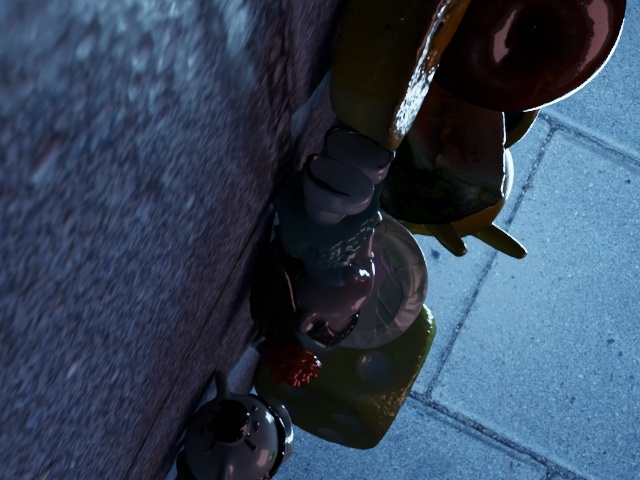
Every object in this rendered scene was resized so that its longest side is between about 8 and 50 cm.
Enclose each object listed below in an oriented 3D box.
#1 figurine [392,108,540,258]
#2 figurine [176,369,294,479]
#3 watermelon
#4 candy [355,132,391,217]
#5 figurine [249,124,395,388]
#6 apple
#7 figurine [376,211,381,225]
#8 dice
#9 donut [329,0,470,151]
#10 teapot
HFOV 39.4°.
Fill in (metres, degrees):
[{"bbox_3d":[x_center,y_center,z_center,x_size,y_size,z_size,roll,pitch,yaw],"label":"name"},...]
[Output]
[{"bbox_3d":[0.234,-0.182,1.435,0.401,0.268,0.387,-107,-152,-80],"label":"figurine"},{"bbox_3d":[-0.086,0.213,0.909,0.192,0.126,0.147,96,-15,-60],"label":"figurine"},{"bbox_3d":[0.101,-0.145,0.966,0.159,0.128,0.303,-19,-146,22],"label":"watermelon"},{"bbox_3d":[0.070,-0.078,1.198,0.073,0.092,0.160,-61,174,-13],"label":"candy"},{"bbox_3d":[-0.004,0.015,0.776,0.138,0.110,0.246,-58,169,-37],"label":"figurine"},{"bbox_3d":[0.192,-0.239,0.893,0.201,0.218,0.218,-107,-144,-57],"label":"apple"},{"bbox_3d":[-0.001,0.000,0.949,0.154,0.082,0.098,-61,162,-25],"label":"figurine"},{"bbox_3d":[0.039,0.191,1.469,0.227,0.233,0.238,-61,175,-27],"label":"dice"},{"bbox_3d":[0.063,-0.165,0.662,0.190,0.074,0.174,-66,175,16],"label":"donut"},{"bbox_3d":[0.030,0.065,1.111,0.178,0.163,0.222,-98,-147,-84],"label":"teapot"}]
